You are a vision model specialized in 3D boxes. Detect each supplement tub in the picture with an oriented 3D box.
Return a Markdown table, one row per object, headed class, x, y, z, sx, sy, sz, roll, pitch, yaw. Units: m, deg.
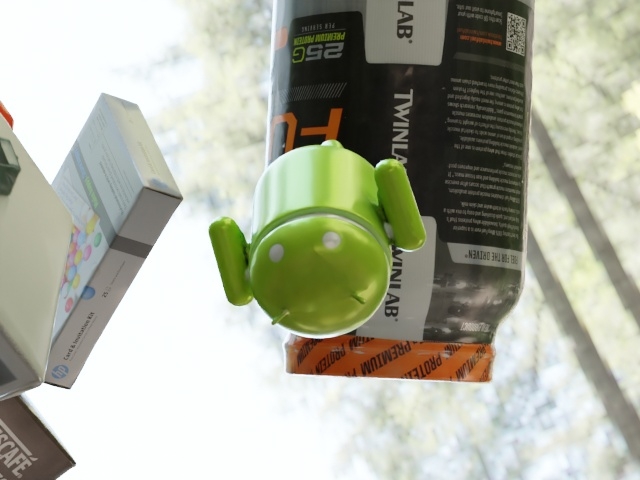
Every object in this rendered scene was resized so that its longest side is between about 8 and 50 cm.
| class | x | y | z | sx | sy | sz | roll | pitch | yaw |
| --- | --- | --- | --- | --- | --- | --- | --- | --- | --- |
| supplement tub | 0.060 | -0.060 | 1.392 | 0.207 | 0.338 | 0.207 | 2 | -5 | 0 |

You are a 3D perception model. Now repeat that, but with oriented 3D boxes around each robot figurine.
| class | x | y | z | sx | sy | sz | roll | pitch | yaw |
| --- | --- | --- | --- | --- | --- | --- | --- | --- | --- |
| robot figurine | 0.000 | 0.000 | 0.853 | 0.101 | 0.115 | 0.067 | -16 | -56 | 12 |

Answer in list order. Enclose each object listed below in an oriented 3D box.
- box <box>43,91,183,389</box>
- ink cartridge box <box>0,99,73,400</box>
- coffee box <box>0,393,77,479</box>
| class | x | y | z | sx | sy | sz | roll | pitch | yaw |
| --- | --- | --- | --- | --- | --- | --- | --- | --- | --- |
| box | -0.181 | -0.001 | 1.393 | 0.038 | 0.145 | 0.186 | 18 | -64 | -31 |
| ink cartridge box | -0.203 | -0.095 | 0.813 | 0.060 | 0.239 | 0.275 | -20 | -55 | 16 |
| coffee box | -0.351 | 0.183 | 1.311 | 0.297 | 0.119 | 0.168 | -38 | -36 | -8 |
